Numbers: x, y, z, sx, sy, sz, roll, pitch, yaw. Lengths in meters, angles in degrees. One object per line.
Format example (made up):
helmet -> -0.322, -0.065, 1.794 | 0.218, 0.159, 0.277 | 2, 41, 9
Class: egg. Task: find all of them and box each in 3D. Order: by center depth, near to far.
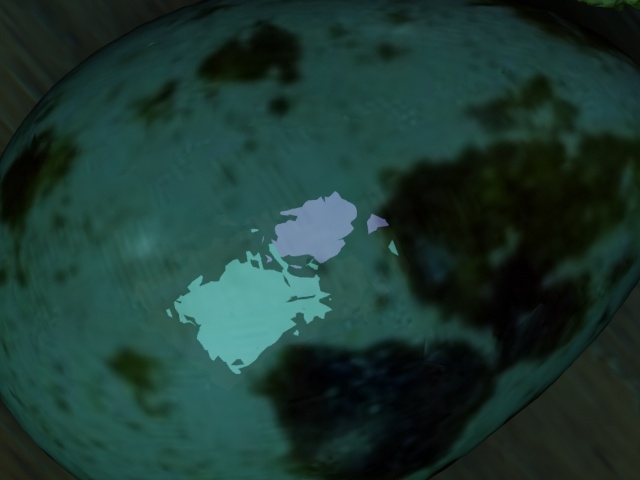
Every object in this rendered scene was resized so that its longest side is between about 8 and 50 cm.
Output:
egg -> 0.000, 0.000, 0.517 | 0.231, 0.169, 0.169 | -21, 106, 10

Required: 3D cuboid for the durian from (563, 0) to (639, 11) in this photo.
durian -> 0.068, -0.138, 0.497 | 0.187, 0.119, 0.108 | 39, 154, 8
